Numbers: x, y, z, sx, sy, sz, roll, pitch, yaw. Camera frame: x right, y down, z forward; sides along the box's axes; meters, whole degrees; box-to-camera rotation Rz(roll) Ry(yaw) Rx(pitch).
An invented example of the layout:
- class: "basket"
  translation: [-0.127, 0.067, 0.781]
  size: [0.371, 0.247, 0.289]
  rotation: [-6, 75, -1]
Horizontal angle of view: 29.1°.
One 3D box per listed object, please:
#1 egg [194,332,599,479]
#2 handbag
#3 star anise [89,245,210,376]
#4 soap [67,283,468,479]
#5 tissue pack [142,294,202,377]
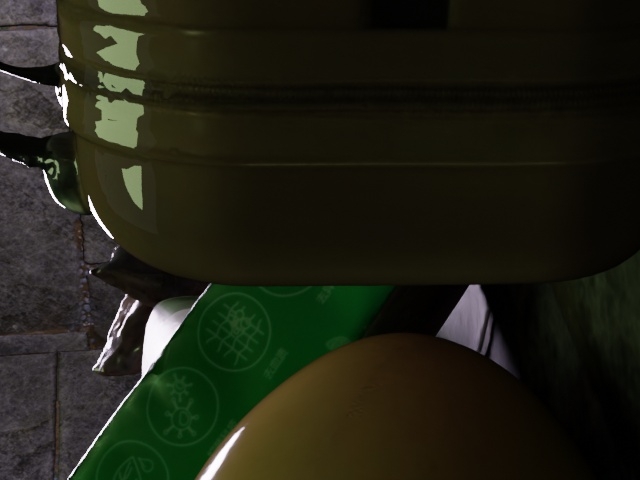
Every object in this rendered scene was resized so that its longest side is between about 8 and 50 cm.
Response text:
- class: "egg"
  translation: [0.031, 0.152, 0.495]
  size: [0.201, 0.201, 0.245]
  rotation: [102, 177, -59]
- class: "handbag"
  translation: [-0.026, -0.090, 0.497]
  size: [0.302, 0.283, 0.149]
  rotation: [-113, 20, -66]
- class: "star anise"
  translation: [-0.105, 0.020, 1.257]
  size: [0.117, 0.331, 0.332]
  rotation: [25, 128, 32]
- class: "soap"
  translation: [-0.032, 0.087, 0.653]
  size: [0.273, 0.098, 0.218]
  rotation: [-56, -21, 1]
- class: "tissue pack"
  translation: [-0.043, 0.181, 0.991]
  size: [0.356, 0.193, 0.266]
  rotation: [-172, 80, -80]
